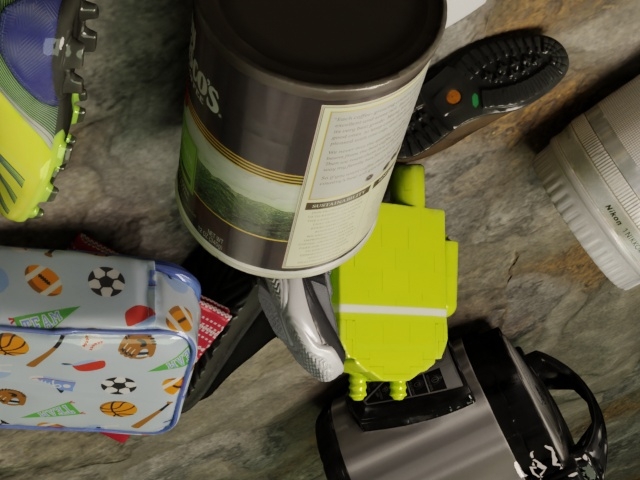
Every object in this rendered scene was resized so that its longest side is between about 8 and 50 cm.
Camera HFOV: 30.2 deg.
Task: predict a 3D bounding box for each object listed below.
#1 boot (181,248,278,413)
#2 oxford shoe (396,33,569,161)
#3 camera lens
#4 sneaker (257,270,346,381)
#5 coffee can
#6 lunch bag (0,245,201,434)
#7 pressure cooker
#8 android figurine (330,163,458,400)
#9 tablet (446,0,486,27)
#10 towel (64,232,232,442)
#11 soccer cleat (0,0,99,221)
[{"bbox_3d":[-0.052,0.093,1.456,0.260,0.131,0.348,3,141,-43],"label":"boot"},{"bbox_3d":[0.160,-0.155,1.283,0.227,0.083,0.096,-25,172,-2],"label":"oxford shoe"},{"bbox_3d":[0.425,-0.097,1.434,0.274,0.219,0.219,-35,151,17],"label":"camera lens"},{"bbox_3d":[0.000,0.000,1.213,0.153,0.268,0.101,-24,179,-16],"label":"sneaker"},{"bbox_3d":[-0.019,-0.121,1.033,0.201,0.201,0.275,-16,151,-19],"label":"coffee can"},{"bbox_3d":[-0.283,0.112,1.228,0.303,0.115,0.243,7,142,-13],"label":"lunch bag"},{"bbox_3d":[0.244,0.340,1.883,0.420,0.370,0.375,-26,157,8],"label":"pressure cooker"},{"bbox_3d":[0.068,0.045,1.342,0.248,0.273,0.056,3,174,-40],"label":"android figurine"},{"bbox_3d":[0.130,-0.241,1.164,0.054,0.006,0.083,-32,153,10],"label":"tablet"},{"bbox_3d":[-0.249,0.118,1.353,0.199,0.031,0.275,29,127,-19],"label":"towel"},{"bbox_3d":[-0.260,-0.118,0.990,0.121,0.093,0.289,15,146,-9],"label":"soccer cleat"}]
